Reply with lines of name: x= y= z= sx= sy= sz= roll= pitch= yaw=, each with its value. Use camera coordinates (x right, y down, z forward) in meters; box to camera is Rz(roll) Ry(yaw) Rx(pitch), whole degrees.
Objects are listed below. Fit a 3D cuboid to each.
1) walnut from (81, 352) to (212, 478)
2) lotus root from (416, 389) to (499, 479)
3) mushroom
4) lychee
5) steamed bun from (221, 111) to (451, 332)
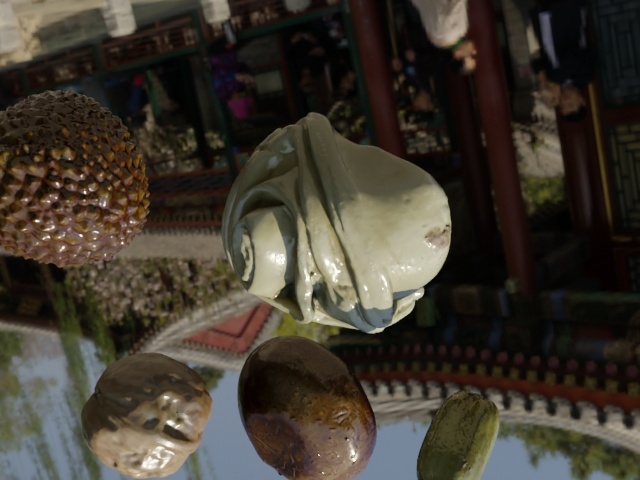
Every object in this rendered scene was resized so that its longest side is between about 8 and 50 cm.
walnut: x=-0.359 y=0.367 z=1.807 sx=0.273 sy=0.273 sz=0.227 roll=-22 pitch=-175 yaw=-40
lotus root: x=0.183 y=0.293 z=1.180 sx=0.090 sy=0.077 sz=0.183 roll=14 pitch=-114 yaw=26
mushroom: x=-0.034 y=0.382 z=1.873 sx=0.345 sy=0.345 sz=0.239 roll=-2 pitch=-136 yaw=41
lychee: x=-0.366 y=-0.079 z=1.233 sx=0.267 sy=0.267 sz=0.267 roll=-12 pitch=-168 yaw=2
steamed bun: x=-0.002 y=0.007 z=1.252 sx=0.324 sy=0.309 sz=0.219 roll=35 pitch=-130 yaw=15
